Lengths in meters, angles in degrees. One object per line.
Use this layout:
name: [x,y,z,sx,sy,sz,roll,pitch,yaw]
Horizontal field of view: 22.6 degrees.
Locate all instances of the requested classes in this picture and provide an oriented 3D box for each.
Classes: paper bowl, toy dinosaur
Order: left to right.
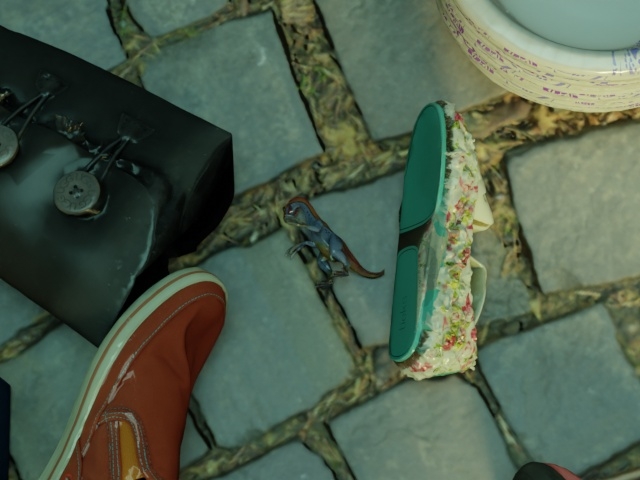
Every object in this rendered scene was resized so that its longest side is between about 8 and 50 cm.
toy dinosaur: [0.000,0.000,1.381,0.090,0.047,0.082,4,60,-31]
paper bowl: [0.235,-0.246,1.378,0.284,0.148,0.284,-1,74,2]

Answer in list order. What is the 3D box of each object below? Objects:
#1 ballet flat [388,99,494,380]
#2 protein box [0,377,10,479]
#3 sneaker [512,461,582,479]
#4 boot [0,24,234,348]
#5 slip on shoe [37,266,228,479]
ballet flat: [0.106,0.003,1.354,0.077,0.091,0.241,14,76,-25]
protein box: [-0.331,0.193,1.240,0.136,0.200,0.201,-3,73,3]
sneaker: [0.283,0.280,1.255,0.314,0.116,0.136,43,55,17]
boot: [-0.342,-0.030,1.351,0.445,0.146,0.367,30,78,6]
slip on shoe: [-0.148,0.174,1.265,0.101,0.123,0.331,16,66,26]
